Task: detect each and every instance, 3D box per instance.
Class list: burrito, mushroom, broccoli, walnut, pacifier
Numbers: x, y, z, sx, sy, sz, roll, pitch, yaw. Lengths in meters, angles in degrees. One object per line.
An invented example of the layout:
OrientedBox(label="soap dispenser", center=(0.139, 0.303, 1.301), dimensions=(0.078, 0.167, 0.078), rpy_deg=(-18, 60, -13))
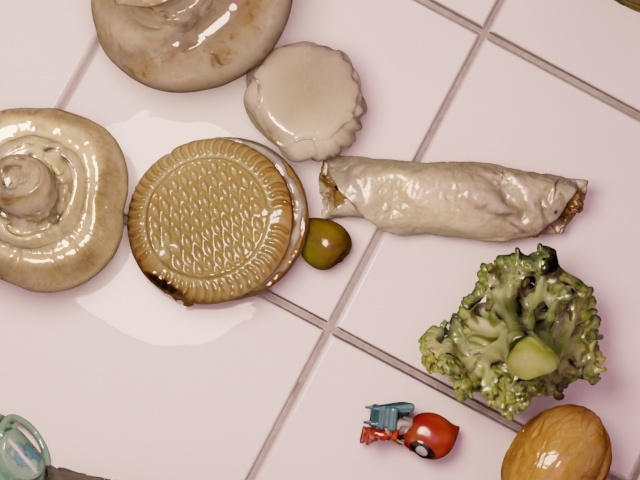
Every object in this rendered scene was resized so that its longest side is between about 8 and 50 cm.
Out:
OrientedBox(label="burrito", center=(0.191, -0.059, 1.898), dimensions=(0.392, 0.076, 0.117), rpy_deg=(5, 91, -2))
OrientedBox(label="mushroom", center=(-0.381, -0.065, 1.778), dimensions=(0.260, 0.234, 0.254), rpy_deg=(41, 80, 1))
OrientedBox(label="broccoli", center=(0.272, 0.127, 1.801), dimensions=(0.263, 0.243, 0.247), rpy_deg=(10, 98, 2))
OrientedBox(label="walnut", center=(0.336, 0.311, 1.844), dimensions=(0.180, 0.144, 0.144), rpy_deg=(-43, 89, -17))
OrientedBox(label="mushroom", center=(-0.189, -0.360, 1.778), dimensions=(0.297, 0.290, 0.297), rpy_deg=(-3, 75, 13))
OrientedBox(label="pacifier", center=(-0.445, 0.311, 1.823), dimensions=(0.116, 0.127, 0.150), rpy_deg=(-29, 113, 31))

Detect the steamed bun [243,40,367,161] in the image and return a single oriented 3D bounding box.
OrientedBox(label="steamed bun", center=(-0.021, -0.198, 1.878), dimensions=(0.183, 0.106, 0.183), rpy_deg=(2, 78, -9))

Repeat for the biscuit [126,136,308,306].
OrientedBox(label="biscuit", center=(-0.146, -0.028, 1.849), dimensions=(0.259, 0.079, 0.259), rpy_deg=(-1, 81, 9))

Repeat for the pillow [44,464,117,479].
OrientedBox(label="pillow", center=(-0.238, 0.442, 1.795), dimensions=(0.326, 0.101, 0.228), rpy_deg=(9, 72, -3))

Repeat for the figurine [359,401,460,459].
OrientedBox(label="figurine", center=(0.131, 0.271, 1.873), dimensions=(0.140, 0.068, 0.075), rpy_deg=(12, 81, -9))

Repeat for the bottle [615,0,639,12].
OrientedBox(label="bottle", center=(0.542, -0.514, 1.910), dimensions=(0.171, 0.171, 0.351), rpy_deg=(30, 84, -1))

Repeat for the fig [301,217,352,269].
OrientedBox(label="fig", center=(0.000, 0.000, 1.881), dimensions=(0.088, 0.074, 0.074), rpy_deg=(39, 84, 12))
